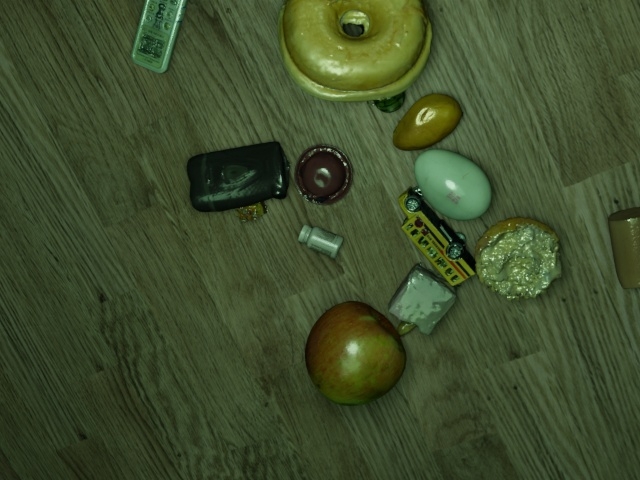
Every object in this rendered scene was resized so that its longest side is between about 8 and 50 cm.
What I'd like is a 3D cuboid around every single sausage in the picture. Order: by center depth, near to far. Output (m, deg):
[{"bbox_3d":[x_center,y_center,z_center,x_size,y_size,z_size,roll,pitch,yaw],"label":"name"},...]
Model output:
[{"bbox_3d":[0.951,0.034,1.758,0.123,0.123,0.252,-13,103,14],"label":"sausage"}]

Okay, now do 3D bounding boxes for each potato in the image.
[{"bbox_3d":[0.298,0.291,2.002,0.092,0.045,0.046,-38,79,11],"label":"potato"}]

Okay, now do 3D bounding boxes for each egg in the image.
[{"bbox_3d":[0.400,-0.173,1.773,0.264,0.183,0.182,41,109,5],"label":"egg"}]

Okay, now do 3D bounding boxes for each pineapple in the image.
[{"bbox_3d":[-0.229,-0.097,1.970,0.116,0.137,0.069,-22,109,-27],"label":"pineapple"}]

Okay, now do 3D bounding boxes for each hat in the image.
[{"bbox_3d":[0.005,-0.209,1.889,0.206,0.089,0.205,3,108,10],"label":"hat"}]

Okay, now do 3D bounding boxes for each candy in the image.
[{"bbox_3d":[0.341,0.192,1.912,0.185,0.137,0.195,33,103,0],"label":"candy"}]

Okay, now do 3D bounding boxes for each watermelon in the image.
[{"bbox_3d":[0.205,-0.437,1.776,0.109,0.109,0.108,3,107,10],"label":"watermelon"}]

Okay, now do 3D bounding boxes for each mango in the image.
[{"bbox_3d":[0.318,-0.358,1.775,0.228,0.109,0.147,-30,123,17],"label":"mango"}]

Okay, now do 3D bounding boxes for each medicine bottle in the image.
[{"bbox_3d":[0.000,0.000,1.956,0.140,0.079,0.079,23,109,3],"label":"medicine bottle"}]

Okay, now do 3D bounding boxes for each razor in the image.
[{"bbox_3d":[-0.270,-0.207,1.911,0.350,0.113,0.204,-8,79,12],"label":"razor"}]

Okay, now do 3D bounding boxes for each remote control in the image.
[{"bbox_3d":[-0.502,-0.710,1.853,0.128,0.065,0.335,23,109,1],"label":"remote control"}]

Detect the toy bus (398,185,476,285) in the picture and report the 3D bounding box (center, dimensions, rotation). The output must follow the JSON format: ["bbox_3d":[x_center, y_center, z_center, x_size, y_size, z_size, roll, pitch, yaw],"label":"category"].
[{"bbox_3d":[0.363,-0.017,1.862,0.123,0.121,0.335,-39,96,27],"label":"toy bus"}]

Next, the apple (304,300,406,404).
[{"bbox_3d":[0.107,0.374,1.916,0.340,0.339,0.339,3,107,10],"label":"apple"}]

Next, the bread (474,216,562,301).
[{"bbox_3d":[0.609,0.048,1.816,0.275,0.149,0.273,1,107,4],"label":"bread"}]

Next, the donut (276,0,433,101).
[{"bbox_3d":[0.097,-0.590,1.653,0.450,0.198,0.448,0,86,-2],"label":"donut"}]
